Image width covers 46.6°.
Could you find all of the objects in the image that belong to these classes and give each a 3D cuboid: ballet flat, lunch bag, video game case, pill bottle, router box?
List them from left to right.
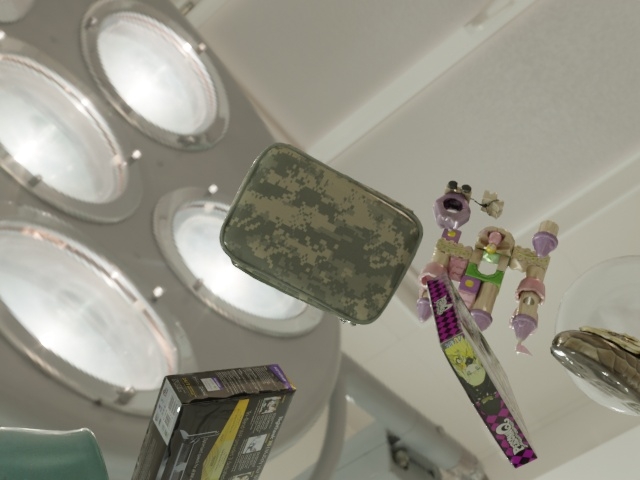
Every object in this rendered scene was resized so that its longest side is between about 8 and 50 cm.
[{"bbox_3d":[-0.207,0.382,1.393,0.242,0.309,0.081,2,-149,-39],"label":"router box"},{"bbox_3d":[0.000,0.000,1.234,0.305,0.213,0.256,27,178,-2],"label":"lunch bag"},{"bbox_3d":[0.223,0.174,1.058,0.210,0.041,0.232,58,-168,-12],"label":"video game case"},{"bbox_3d":[0.394,0.122,0.937,0.176,0.176,0.318,61,-167,18],"label":"pill bottle"},{"bbox_3d":[0.251,0.104,0.557,0.250,0.058,0.084,30,-177,-39],"label":"ballet flat"}]

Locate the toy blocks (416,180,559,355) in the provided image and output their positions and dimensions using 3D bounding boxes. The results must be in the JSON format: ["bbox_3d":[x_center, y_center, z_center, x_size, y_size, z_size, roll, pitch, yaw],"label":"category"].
[{"bbox_3d":[0.351,0.093,1.620,0.309,0.288,0.260,89,-156,-49],"label":"toy blocks"}]

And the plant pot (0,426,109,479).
[{"bbox_3d":[-0.406,0.362,0.950,0.255,0.272,0.272,-8,-123,-29],"label":"plant pot"}]
